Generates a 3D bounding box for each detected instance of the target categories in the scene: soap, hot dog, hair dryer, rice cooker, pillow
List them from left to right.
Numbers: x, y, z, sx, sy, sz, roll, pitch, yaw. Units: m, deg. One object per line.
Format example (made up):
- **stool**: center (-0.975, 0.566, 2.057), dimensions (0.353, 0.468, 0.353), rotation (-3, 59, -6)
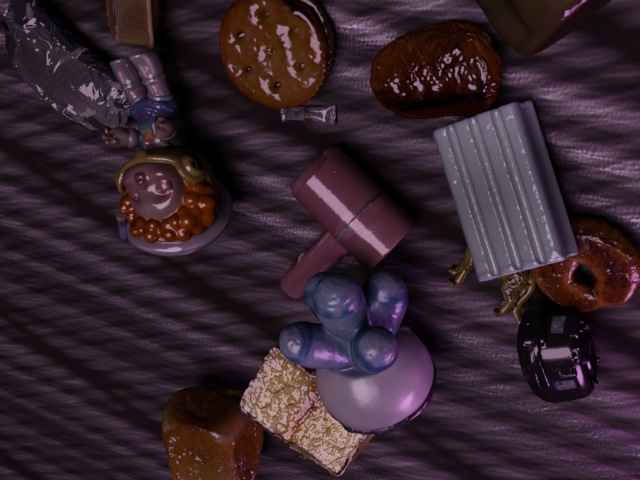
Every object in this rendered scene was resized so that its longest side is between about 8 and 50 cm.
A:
- **pillow**: center (-0.499, -0.340, 2.006), dimensions (0.335, 0.092, 0.161), rotation (41, 121, 4)
- **hair dryer**: center (0.000, 0.000, 1.919), dimensions (0.210, 0.125, 0.352), rotation (44, 133, 1)
- **hot dog**: center (0.191, -0.270, 1.677), dimensions (0.227, 0.099, 0.160), rotation (1, 115, 29)
- **soap**: center (0.303, -0.080, 1.683), dimensions (0.160, 0.088, 0.265), rotation (-18, 89, 35)
- **rice cooker**: center (0.410, 0.194, 1.771), dimensions (0.118, 0.142, 0.203), rotation (-7, 139, 26)

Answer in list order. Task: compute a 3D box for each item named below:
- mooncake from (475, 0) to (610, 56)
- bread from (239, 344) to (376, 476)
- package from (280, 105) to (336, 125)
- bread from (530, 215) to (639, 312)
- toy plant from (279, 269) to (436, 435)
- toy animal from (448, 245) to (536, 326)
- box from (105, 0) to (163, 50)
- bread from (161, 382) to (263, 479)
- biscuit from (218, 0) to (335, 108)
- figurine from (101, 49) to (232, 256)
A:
- **mooncake**: center (0.357, -0.433, 1.347), dimensions (0.200, 0.378, 0.378), rotation (50, 127, 3)
- **bread**: center (-0.019, 0.347, 2.095), dimensions (0.266, 0.142, 0.178), rotation (34, 90, 13)
- **package**: center (-0.023, -0.230, 1.863), dimensions (0.110, 0.015, 0.037), rotation (7, 112, 23)
- **bread**: center (0.446, 0.038, 1.732), dimensions (0.193, 0.064, 0.193), rotation (13, 126, 18)
- **toy plant**: center (0.061, 0.172, 1.825), dimensions (0.247, 0.247, 0.332), rotation (4, 145, 26)
- **toy animal**: center (0.315, 0.054, 1.803), dimensions (0.181, 0.073, 0.136), rotation (37, 119, 10)
- **box**: center (-0.335, -0.436, 1.867), dimensions (0.111, 0.111, 0.177), rotation (14, 121, 21)
- **bread**: center (-0.227, 0.427, 2.218), dimensions (0.196, 0.176, 0.246), rotation (12, 128, 21)
- **biscuit**: center (-0.078, -0.341, 1.801), dimensions (0.221, 0.066, 0.220), rotation (12, 119, 22)
- **figurine**: center (-0.277, -0.166, 1.926), dimensions (0.225, 0.205, 0.381), rotation (7, 109, 22)
